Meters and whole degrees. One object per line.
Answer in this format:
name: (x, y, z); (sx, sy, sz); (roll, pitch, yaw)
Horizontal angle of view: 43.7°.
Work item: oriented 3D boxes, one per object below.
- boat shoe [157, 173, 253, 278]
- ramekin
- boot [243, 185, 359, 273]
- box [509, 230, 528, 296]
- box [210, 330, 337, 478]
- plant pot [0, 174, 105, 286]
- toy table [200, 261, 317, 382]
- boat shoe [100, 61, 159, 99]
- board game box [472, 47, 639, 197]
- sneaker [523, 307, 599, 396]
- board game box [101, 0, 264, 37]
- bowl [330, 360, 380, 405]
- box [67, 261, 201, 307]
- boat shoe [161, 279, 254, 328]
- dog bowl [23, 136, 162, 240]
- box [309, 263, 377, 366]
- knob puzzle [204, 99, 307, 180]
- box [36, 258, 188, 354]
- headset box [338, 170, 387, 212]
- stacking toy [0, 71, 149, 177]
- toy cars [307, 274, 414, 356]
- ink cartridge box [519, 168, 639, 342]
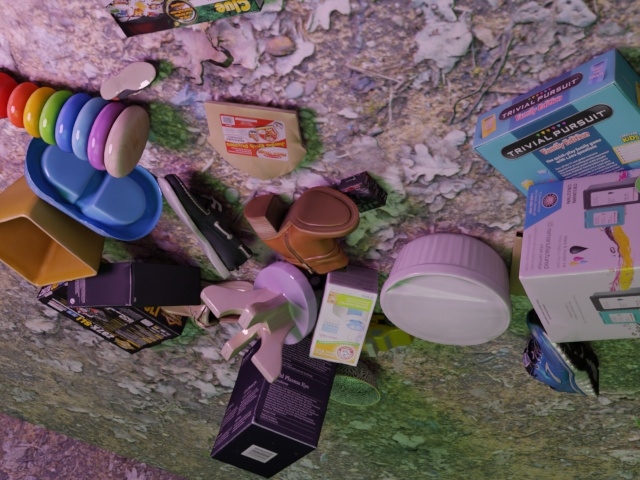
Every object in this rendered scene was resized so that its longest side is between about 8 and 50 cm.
boat shoe: (-0.240, -0.044, 1.689); (0.114, 0.091, 0.302); (47, 169, 41)
ramekin: (0.265, 0.095, 1.649); (0.273, 0.127, 0.272); (11, 146, 8)
boot: (0.000, 0.000, 1.623); (0.284, 0.109, 0.220); (-3, 144, 36)
box: (0.466, 0.058, 1.610); (0.165, 0.021, 0.201); (8, 145, 12)
box: (-0.113, 0.408, 2.070); (0.179, 0.312, 0.343); (24, 145, -13)
plant pot: (-0.591, -0.046, 1.734); (0.212, 0.187, 0.212); (-11, 138, 33)
toy table: (-0.128, 0.175, 1.763); (0.252, 0.161, 0.274); (43, 146, 22)
boat shoe: (-0.335, -0.284, 1.431); (0.137, 0.049, 0.043); (-16, 176, 34)
board game box: (0.456, -0.128, 1.304); (0.336, 0.079, 0.254); (37, 140, -28)
sneaker: (0.513, 0.259, 1.779); (0.147, 0.129, 0.330); (-10, 138, 29)
board game box: (-0.230, -0.396, 1.246); (0.260, 0.030, 0.136); (-3, 139, 25)
bowl: (0.083, 0.371, 2.144); (0.170, 0.080, 0.170); (10, 145, 7)
box: (-0.426, 0.106, 1.854); (0.185, 0.103, 0.261); (-1, 175, 26)
boat shoe: (-0.282, 0.163, 1.982); (0.303, 0.098, 0.109); (-2, 141, 24)
dog bowl: (-0.467, -0.113, 1.626); (0.297, 0.165, 0.074); (36, 152, -27)
box: (0.051, 0.163, 1.773); (0.114, 0.103, 0.203); (13, 119, -3)
knob puzzle: (-0.116, -0.186, 1.491); (0.213, 0.030, 0.213); (10, 145, 7)
box: (-0.552, 0.177, 2.129); (0.322, 0.079, 0.257); (37, 142, -27)
headset box: (0.079, -0.095, 1.539); (0.062, 0.032, 0.083); (-18, 132, 39)
stacking toy: (-0.497, -0.234, 1.494); (0.331, 0.141, 0.141); (20, 145, 3)
toy cars: (0.040, 0.186, 1.898); (0.394, 0.087, 0.176); (26, 144, -14)
ink cartridge box: (0.481, 0.024, 1.263); (0.270, 0.198, 0.197); (-8, 138, 30)
